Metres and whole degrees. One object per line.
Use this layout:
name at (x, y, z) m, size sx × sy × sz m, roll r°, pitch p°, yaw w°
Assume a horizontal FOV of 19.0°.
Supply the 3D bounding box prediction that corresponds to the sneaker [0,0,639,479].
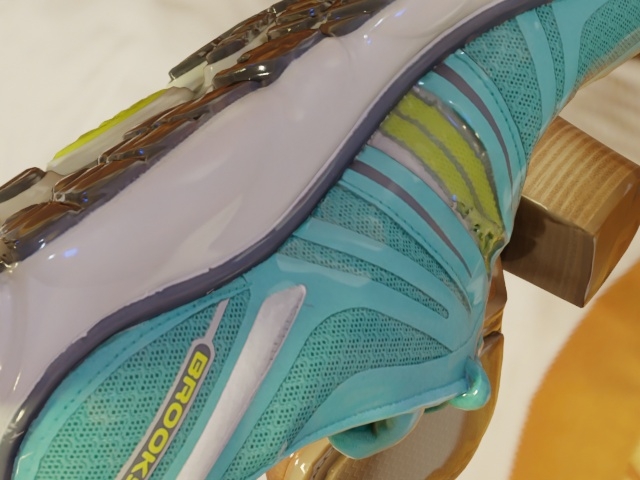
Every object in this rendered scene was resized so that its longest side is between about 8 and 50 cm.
sneaker at (0.005, -0.004, 0.488) m, size 0.107 × 0.275 × 0.110 m, roll -10°, pitch 113°, yaw 51°

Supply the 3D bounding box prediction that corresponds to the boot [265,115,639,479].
boot at (0.000, 0.000, 0.896) m, size 0.220 × 0.283 × 0.109 m, roll 27°, pitch 143°, yaw 22°
